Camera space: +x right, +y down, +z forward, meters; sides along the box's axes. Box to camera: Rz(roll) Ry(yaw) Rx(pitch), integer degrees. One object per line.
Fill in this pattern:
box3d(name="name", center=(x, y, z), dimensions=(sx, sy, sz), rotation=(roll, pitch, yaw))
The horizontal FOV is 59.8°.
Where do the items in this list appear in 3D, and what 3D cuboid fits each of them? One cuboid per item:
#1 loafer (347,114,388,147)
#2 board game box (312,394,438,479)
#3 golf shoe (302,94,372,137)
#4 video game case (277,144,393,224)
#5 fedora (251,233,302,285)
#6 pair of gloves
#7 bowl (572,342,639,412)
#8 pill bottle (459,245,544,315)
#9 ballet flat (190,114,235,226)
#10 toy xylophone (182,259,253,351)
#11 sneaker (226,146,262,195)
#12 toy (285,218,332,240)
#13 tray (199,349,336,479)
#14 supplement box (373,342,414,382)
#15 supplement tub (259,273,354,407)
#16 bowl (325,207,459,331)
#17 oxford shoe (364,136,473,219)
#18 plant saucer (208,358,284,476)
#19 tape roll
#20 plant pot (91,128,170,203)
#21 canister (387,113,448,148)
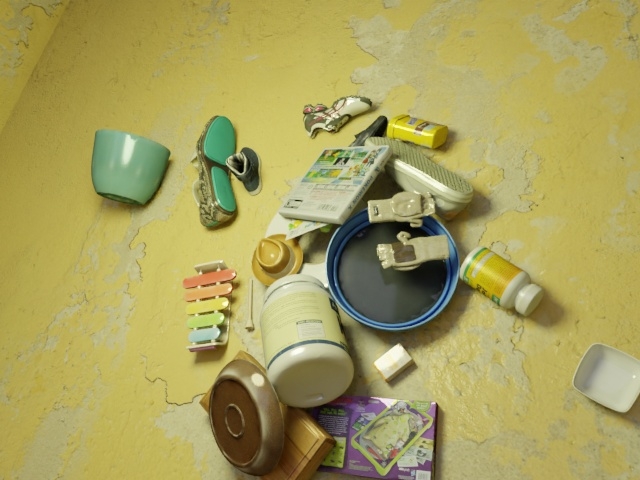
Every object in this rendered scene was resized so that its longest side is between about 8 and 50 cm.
box3d(name="loafer", center=(0.154, -0.359, 1.970), dimensions=(0.078, 0.076, 0.223), rotation=(36, 84, 26))
box3d(name="board game box", center=(0.137, 0.528, 1.497), dimensions=(0.346, 0.056, 0.208), rotation=(-2, 66, 22))
box3d(name="golf shoe", center=(0.066, -0.459, 2.066), dimensions=(0.272, 0.105, 0.120), rotation=(-9, 77, 23))
box3d(name="video game case", center=(0.041, -0.186, 1.794), dimensions=(0.329, 0.036, 0.300), rotation=(10, 59, 53))
box3d(name="fedora", center=(-0.152, 0.048, 1.783), dimensions=(0.194, 0.079, 0.194), rotation=(-11, 58, 18))
box3d(name="pair of gloves", center=(0.254, -0.028, 1.621), dimensions=(0.204, 0.042, 0.240), rotation=(-14, 65, 5))
box3d(name="bowl", center=(0.703, 0.337, 1.358), dimensions=(0.142, 0.053, 0.142), rotation=(27, 76, 32))
box3d(name="pill bottle", center=(0.499, 0.114, 1.532), dimensions=(0.117, 0.117, 0.208), rotation=(-48, 56, -8))
box3d(name="ballet flat", center=(-0.423, -0.262, 2.129), dimensions=(0.182, 0.164, 0.483), rotation=(-28, 54, 31))
box3d(name="toy xylophone", center=(-0.342, 0.215, 1.855), dimensions=(0.236, 0.081, 0.323), rotation=(-18, 57, 12))
box3d(name="sneaker", center=(-0.288, -0.300, 2.074), dimensions=(0.086, 0.163, 0.226), rotation=(-24, 54, 11))
box3d(name="toy", center=(0.008, -0.064, 1.782), dimensions=(0.237, 0.056, 0.137), rotation=(-16, 34, 25))
box3d(name="tray", center=(-0.163, 0.513, 1.583), dimensions=(0.411, 0.076, 0.203), rotation=(34, 83, 40))
box3d(name="supplement box", center=(0.207, 0.346, 1.574), dimensions=(0.098, 0.036, 0.062), rotation=(-37, 55, 0))
box3d(name="supplement tub", center=(-0.049, 0.275, 1.574), dimensions=(0.235, 0.235, 0.325), rotation=(-25, 39, 8))
box3d(name="bowl", center=(0.209, 0.080, 1.646), dimensions=(0.390, 0.077, 0.392), rotation=(-2, 68, 6))
box3d(name="oxford shoe", center=(0.294, -0.208, 1.794), dimensions=(0.169, 0.130, 0.449), rotation=(-17, 44, -36))
box3d(name="plant saucer", center=(-0.214, 0.477, 1.486), dimensions=(0.310, 0.050, 0.311), rotation=(5, 96, 46))
box3d(name="tape roll", center=(0.000, 0.000, 1.837), dimensions=(0.391, 0.072, 0.392), rotation=(-10, 58, 17))
box3d(name="plant pot", center=(-0.763, -0.274, 2.198), dimensions=(0.292, 0.293, 0.235), rotation=(6, 80, 26))
box3d(name="canister", center=(0.330, -0.368, 1.880), dimensions=(0.169, 0.073, 0.126), rotation=(22, 32, 29))
